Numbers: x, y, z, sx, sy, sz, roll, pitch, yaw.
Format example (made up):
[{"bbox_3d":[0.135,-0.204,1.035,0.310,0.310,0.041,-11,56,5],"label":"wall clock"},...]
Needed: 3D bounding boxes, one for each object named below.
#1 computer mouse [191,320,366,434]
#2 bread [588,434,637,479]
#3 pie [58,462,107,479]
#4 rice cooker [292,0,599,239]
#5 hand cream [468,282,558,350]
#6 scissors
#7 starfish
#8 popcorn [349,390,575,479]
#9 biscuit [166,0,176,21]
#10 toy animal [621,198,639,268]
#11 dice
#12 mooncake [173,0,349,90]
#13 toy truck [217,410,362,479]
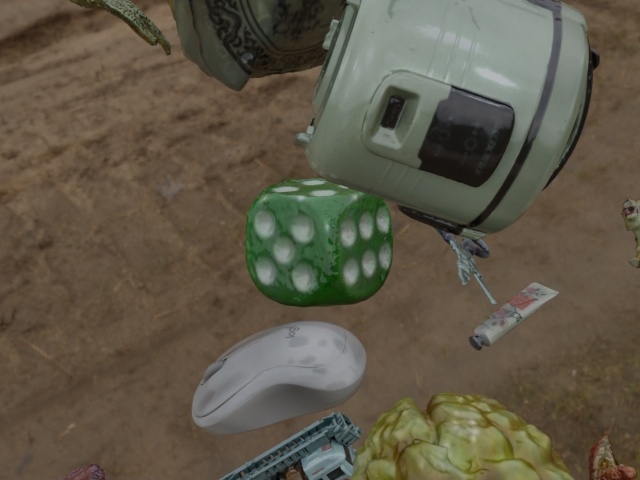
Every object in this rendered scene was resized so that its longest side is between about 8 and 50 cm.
[{"bbox_3d":[-0.075,0.207,1.354,0.296,0.121,0.184,-11,28,13],"label":"computer mouse"},{"bbox_3d":[0.541,0.506,1.604,0.095,0.269,0.139,-14,21,-9],"label":"bread"},{"bbox_3d":[-0.372,0.379,1.218,0.154,0.036,0.154,-33,13,8],"label":"pie"},{"bbox_3d":[0.113,-0.123,0.752,0.244,0.226,0.226,18,38,-10],"label":"rice cooker"},{"bbox_3d":[0.431,0.168,1.914,0.234,0.050,0.080,-34,33,-20],"label":"hand cream"},{"bbox_3d":[0.364,0.040,2.135,0.029,0.256,0.383,-51,21,20],"label":"scissors"},{"bbox_3d":[-0.256,-0.284,0.942,0.050,0.223,0.217,-42,4,19],"label":"starfish"},{"bbox_3d":[0.195,0.356,1.101,0.335,0.274,0.279,43,84,3],"label":"popcorn"},{"bbox_3d":[-0.136,-0.360,1.332,0.213,0.274,0.091,12,74,24],"label":"biscuit"},{"bbox_3d":[0.530,0.039,1.306,0.056,0.241,0.099,-22,29,37],"label":"toy animal"},{"bbox_3d":[0.000,0.000,2.186,0.300,0.287,0.297,9,16,37],"label":"dice"},{"bbox_3d":[-0.044,-0.293,0.905,0.136,0.250,0.254,29,41,33],"label":"mooncake"},{"bbox_3d":[-0.049,0.498,1.771,0.338,0.184,0.133,-32,28,4],"label":"toy truck"}]
